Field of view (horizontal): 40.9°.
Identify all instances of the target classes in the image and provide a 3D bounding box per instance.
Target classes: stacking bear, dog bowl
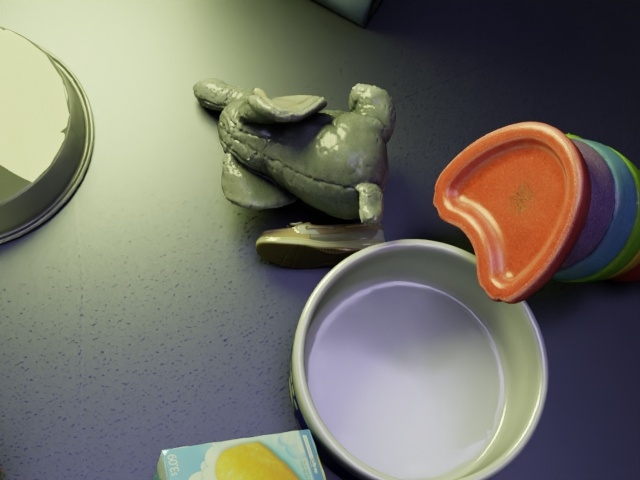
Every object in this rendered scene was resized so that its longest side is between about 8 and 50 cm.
[{"bbox_3d":[0.296,-0.021,0.945,0.289,0.164,0.175,12,41,-41],"label":"stacking bear"},{"bbox_3d":[0.098,0.138,0.914,0.264,0.104,0.265,3,68,-7],"label":"dog bowl"}]

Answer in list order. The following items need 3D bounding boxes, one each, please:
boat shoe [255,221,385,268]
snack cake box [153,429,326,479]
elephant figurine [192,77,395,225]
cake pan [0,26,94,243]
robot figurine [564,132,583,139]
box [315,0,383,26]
[{"bbox_3d":[0.001,-0.001,0.986,0.153,0.056,0.048,0,60,-10],"label":"boat shoe"},{"bbox_3d":[-0.052,0.313,0.766,0.152,0.089,0.264,-3,49,-23],"label":"snack cake box"},{"bbox_3d":[-0.046,-0.107,0.969,0.239,0.186,0.169,13,79,-4],"label":"elephant figurine"},{"bbox_3d":[-0.412,-0.132,0.983,0.293,0.054,0.293,3,67,-6],"label":"cake pan"},{"bbox_3d":[0.289,-0.084,1.049,0.101,0.067,0.115,42,69,12],"label":"robot figurine"},{"bbox_3d":[-0.013,-0.467,1.042,0.296,0.294,0.183,29,67,5],"label":"box"}]
